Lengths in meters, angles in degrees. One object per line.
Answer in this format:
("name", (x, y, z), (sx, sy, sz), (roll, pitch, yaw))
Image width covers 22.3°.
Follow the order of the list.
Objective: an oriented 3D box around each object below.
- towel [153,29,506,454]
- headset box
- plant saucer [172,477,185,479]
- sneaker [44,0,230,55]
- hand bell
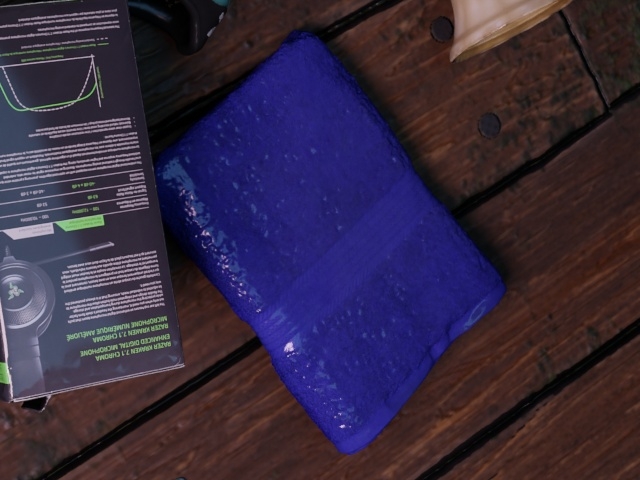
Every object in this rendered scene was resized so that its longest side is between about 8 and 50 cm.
("towel", (0.000, 0.000, 1.393), (0.227, 0.076, 0.308), (-44, 106, -27))
("headset box", (-0.218, -0.017, 1.188), (0.131, 0.246, 0.283), (-11, 94, -26))
("plant saucer", (-0.118, 0.299, 1.352), (0.067, 0.018, 0.192), (-16, 96, -25))
("sneaker", (-0.202, -0.237, 1.277), (0.302, 0.108, 0.121), (17, 77, -26))
("hand bell", (0.118, -0.294, 1.452), (0.126, 0.126, 0.242), (-26, 87, -24))
